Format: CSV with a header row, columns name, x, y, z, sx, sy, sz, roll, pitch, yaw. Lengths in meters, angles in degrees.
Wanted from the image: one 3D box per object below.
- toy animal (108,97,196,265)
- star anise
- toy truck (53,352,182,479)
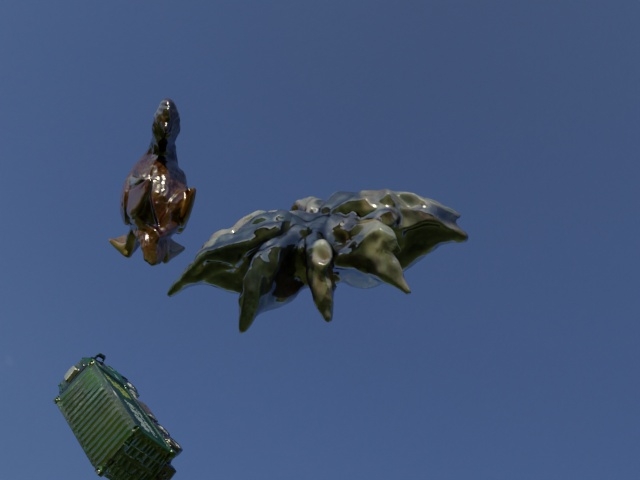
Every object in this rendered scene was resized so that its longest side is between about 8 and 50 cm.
name,x,y,z,sx,sy,sz,roll,pitch,yaw
toy animal,-0.178,-0.054,0.992,0.089,0.188,0.179,7,-64,-16
star anise,0.000,0.000,0.638,0.204,0.180,0.061,-5,-71,23
toy truck,-0.287,0.251,1.253,0.088,0.259,0.121,-48,-52,-6
